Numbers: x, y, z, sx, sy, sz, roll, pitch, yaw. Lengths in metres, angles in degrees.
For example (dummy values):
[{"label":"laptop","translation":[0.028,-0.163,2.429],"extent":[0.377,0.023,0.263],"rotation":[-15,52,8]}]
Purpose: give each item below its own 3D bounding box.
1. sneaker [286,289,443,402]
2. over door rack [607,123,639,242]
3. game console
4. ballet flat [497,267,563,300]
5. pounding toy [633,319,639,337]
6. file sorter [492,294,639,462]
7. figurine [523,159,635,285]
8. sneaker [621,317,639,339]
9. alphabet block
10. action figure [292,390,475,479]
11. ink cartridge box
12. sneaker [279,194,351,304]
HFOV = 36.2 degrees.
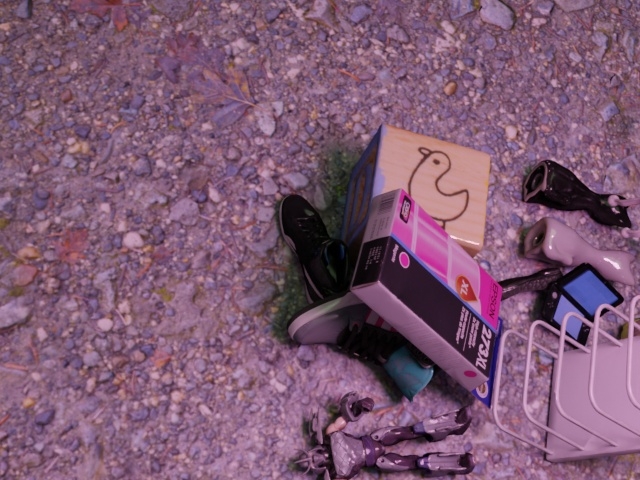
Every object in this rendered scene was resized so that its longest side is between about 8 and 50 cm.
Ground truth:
[{"label":"sneaker","translation":[0.104,0.177,1.582],"extent":[0.296,0.124,0.178],"rotation":[-7,59,-21]},{"label":"over door rack","translation":[0.645,-0.046,1.814],"extent":[0.239,0.108,0.324],"rotation":[44,45,-23]},{"label":"game console","translation":[0.460,0.117,1.715],"extent":[0.122,0.071,0.107],"rotation":[40,59,-24]},{"label":"ballet flat","translation":[0.359,0.089,1.732],"extent":[0.173,0.057,0.049],"rotation":[-13,99,-18]},{"label":"pounding toy","translation":[0.610,0.223,1.641],"extent":[0.206,0.181,0.094],"rotation":[57,26,-5]},{"label":"file sorter","translation":[0.428,0.218,1.539],"extent":[0.173,0.278,0.192],"rotation":[29,58,-29]},{"label":"figurine","translation":[0.486,-0.024,1.795],"extent":[0.209,0.092,0.215],"rotation":[18,54,-14]},{"label":"sneaker","translation":[0.679,0.217,1.727],"extent":[0.296,0.123,0.109],"rotation":[24,61,-5]},{"label":"alphabet block","translation":[0.156,-0.054,1.659],"extent":[0.197,0.193,0.192],"rotation":[14,64,-10]},{"label":"action figure","translation":[0.094,0.324,1.520],"extent":[0.285,0.099,0.185],"rotation":[-4,76,-14]},{"label":"ink cartridge box","translation":[0.194,0.097,1.519],"extent":[0.371,0.069,0.175],"rotation":[43,47,-34]},{"label":"sneaker","translation":[0.000,0.000,1.627],"extent":[0.079,0.121,0.217],"rotation":[-13,70,-22]}]
